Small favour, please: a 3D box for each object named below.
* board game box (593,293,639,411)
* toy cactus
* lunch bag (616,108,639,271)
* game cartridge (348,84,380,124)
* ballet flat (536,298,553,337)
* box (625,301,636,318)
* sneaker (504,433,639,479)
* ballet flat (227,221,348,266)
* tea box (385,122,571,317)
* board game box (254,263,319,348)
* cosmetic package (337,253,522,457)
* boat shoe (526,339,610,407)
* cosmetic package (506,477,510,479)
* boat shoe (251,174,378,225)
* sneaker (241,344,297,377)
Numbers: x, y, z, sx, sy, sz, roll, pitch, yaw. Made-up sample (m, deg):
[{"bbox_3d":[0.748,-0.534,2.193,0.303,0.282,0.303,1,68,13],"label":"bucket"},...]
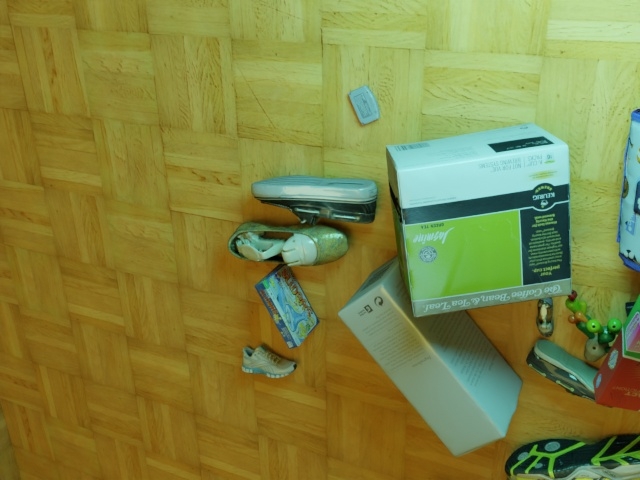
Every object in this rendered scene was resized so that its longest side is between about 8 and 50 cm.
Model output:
[{"bbox_3d":[0.712,0.235,1.329,0.242,0.064,0.317,8,135,8],"label":"board game box"},{"bbox_3d":[0.633,0.211,1.502,0.219,0.112,0.181,34,153,22],"label":"toy cactus"},{"bbox_3d":[0.753,-0.071,1.233,0.385,0.238,0.328,16,121,39],"label":"lunch bag"},{"bbox_3d":[0.105,-0.318,1.573,0.056,0.017,0.083,-16,105,36],"label":"game cartridge"},{"bbox_3d":[0.527,0.184,1.579,0.041,0.041,0.115,3,114,26],"label":"ballet flat"},{"bbox_3d":[0.751,0.207,1.480,0.116,0.029,0.162,-12,108,32],"label":"box"},{"bbox_3d":[0.644,0.579,1.644,0.384,0.145,0.147,-12,107,33],"label":"sneaker"},{"bbox_3d":[-0.097,0.018,1.761,0.348,0.123,0.123,6,115,30],"label":"ballet flat"},{"bbox_3d":[0.322,-0.045,1.396,0.328,0.220,0.324,-8,110,2],"label":"tea box"},{"bbox_3d":[-0.089,0.175,1.833,0.035,0.136,0.201,-21,103,34],"label":"board game box"},{"bbox_3d":[0.274,0.265,1.634,0.161,0.230,0.453,-38,92,35],"label":"cosmetic package"},{"bbox_3d":[0.599,0.324,1.588,0.227,0.081,0.069,34,127,18],"label":"boat shoe"},{"bbox_3d":[0.599,0.681,1.743,0.238,0.099,0.061,25,124,16],"label":"cosmetic package"},{"bbox_3d":[-0.021,-0.092,1.679,0.335,0.121,0.119,6,111,23],"label":"boat shoe"},{"bbox_3d":[-0.160,0.355,1.998,0.190,0.071,0.083,1,107,27],"label":"sneaker"}]
